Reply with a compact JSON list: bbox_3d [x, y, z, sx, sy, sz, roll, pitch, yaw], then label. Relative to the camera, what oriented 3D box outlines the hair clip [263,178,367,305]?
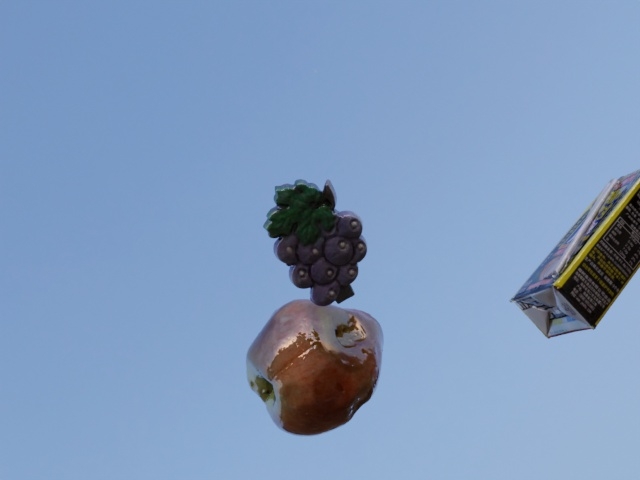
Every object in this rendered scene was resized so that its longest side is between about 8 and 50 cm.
[{"bbox_3d":[-0.001,0.000,0.924,0.124,0.052,0.195,-29,-63,-1],"label":"hair clip"}]

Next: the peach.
[{"bbox_3d":[-0.001,0.191,1.111,0.235,0.214,0.214,-28,-43,-36],"label":"peach"}]

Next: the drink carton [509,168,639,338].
[{"bbox_3d":[0.242,0.005,0.597,0.056,0.071,0.166,46,-112,-3],"label":"drink carton"}]
